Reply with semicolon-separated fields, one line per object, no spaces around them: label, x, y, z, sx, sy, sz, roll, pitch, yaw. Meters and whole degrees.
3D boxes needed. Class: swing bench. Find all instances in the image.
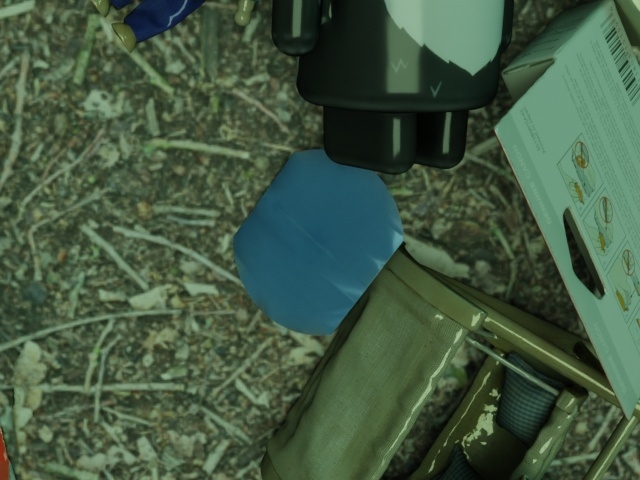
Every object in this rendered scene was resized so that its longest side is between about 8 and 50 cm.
swing bench;0.111;0.172;0.928;0.254;0.165;0.253;27;100;-8

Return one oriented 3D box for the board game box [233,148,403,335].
board game box;0.000;0.000;0.941;0.133;0.033;0.169;41;106;18

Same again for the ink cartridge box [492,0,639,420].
ink cartridge box;0.227;-0.029;0.854;0.060;0.239;0.275;-9;116;45

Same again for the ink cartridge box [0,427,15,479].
ink cartridge box;-0.385;0.270;0.979;0.189;0.066;0.232;-10;107;-1

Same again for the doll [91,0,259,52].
doll;-0.103;-0.238;0.885;0.189;0.046;0.129;-37;93;-1

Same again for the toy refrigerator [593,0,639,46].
toy refrigerator;0.363;-0.280;0.873;0.269;0.102;0.094;-39;102;5

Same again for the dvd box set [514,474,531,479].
dvd box set;0.117;0.430;0.880;0.307;0.062;0.420;45;110;-6

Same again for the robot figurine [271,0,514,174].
robot figurine;0.067;-0.197;0.837;0.173;0.209;0.278;4;103;12
